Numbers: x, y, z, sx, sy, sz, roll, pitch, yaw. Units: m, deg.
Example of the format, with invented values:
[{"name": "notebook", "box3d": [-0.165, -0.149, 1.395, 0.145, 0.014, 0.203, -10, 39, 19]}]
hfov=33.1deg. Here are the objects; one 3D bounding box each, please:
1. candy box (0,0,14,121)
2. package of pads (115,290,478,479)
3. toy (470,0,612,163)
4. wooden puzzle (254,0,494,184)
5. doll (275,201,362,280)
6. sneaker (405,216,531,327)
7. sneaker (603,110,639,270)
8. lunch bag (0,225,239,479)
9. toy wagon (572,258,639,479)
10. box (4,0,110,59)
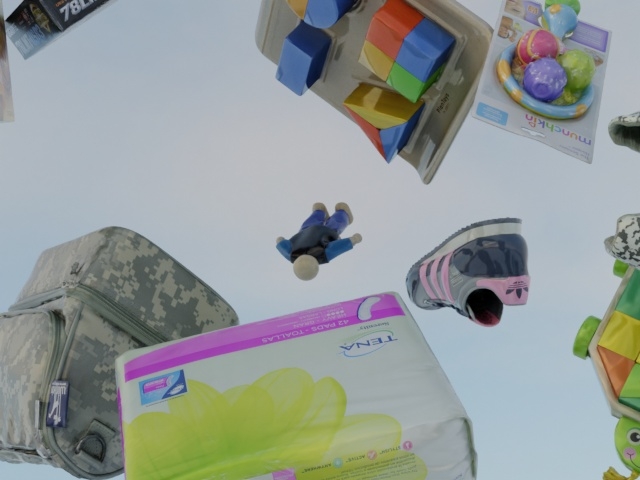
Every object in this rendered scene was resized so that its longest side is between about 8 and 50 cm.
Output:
[{"name": "candy box", "box3d": [-0.452, -0.237, 1.349, 0.088, 0.183, 0.316, -6, 7, -8]}, {"name": "package of pads", "box3d": [-0.029, 0.163, 0.965, 0.297, 0.229, 0.101, -14, -61, -7]}, {"name": "toy", "box3d": [0.254, -0.199, 1.175, 0.137, 0.237, 0.056, 21, -44, -1]}, {"name": "wooden puzzle", "box3d": [0.042, -0.247, 1.390, 0.080, 0.348, 0.322, -43, -12, -25]}, {"name": "doll", "box3d": [0.000, 0.000, 1.579, 0.129, 0.189, 0.046, 0, -63, 17]}, {"name": "sneaker", "box3d": [0.209, 0.075, 1.574, 0.112, 0.131, 0.319, -5, -18, -15]}, {"name": "sneaker", "box3d": [0.366, -0.109, 0.993, 0.182, 0.410, 0.158, 22, -35, 3]}, {"name": "lunch bag", "box3d": [-0.270, 0.147, 1.242, 0.212, 0.256, 0.305, 39, -26, -24]}, {"name": "toy wagon", "box3d": [0.439, 0.148, 1.276, 0.267, 0.344, 0.068, 24, -16, 24]}, {"name": "box", "box3d": [-0.281, -0.367, 1.468, 0.293, 0.073, 0.295, -38, 15, -18]}]
